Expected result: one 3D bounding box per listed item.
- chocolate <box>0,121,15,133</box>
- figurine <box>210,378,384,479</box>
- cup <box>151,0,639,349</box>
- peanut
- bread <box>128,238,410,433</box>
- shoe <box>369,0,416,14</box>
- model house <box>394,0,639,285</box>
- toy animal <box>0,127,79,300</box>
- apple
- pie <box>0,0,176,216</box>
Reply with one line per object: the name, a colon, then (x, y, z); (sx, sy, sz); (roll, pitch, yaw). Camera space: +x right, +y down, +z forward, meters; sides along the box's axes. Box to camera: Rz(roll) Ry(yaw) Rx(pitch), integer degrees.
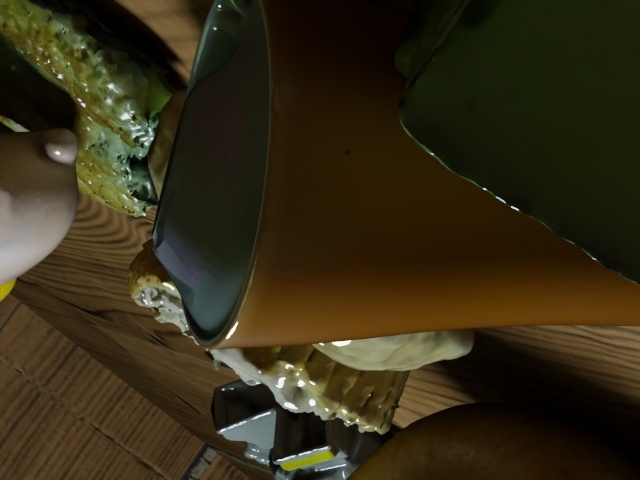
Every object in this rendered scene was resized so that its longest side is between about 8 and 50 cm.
chocolate: (-0.332, -0.095, 1.759); (0.214, 0.148, 0.093); (37, 151, -20)
figurine: (0.009, 0.294, 2.221); (0.285, 0.167, 0.342); (56, 177, -40)
cup: (0.044, -0.032, 0.892); (0.264, 0.182, 0.226); (5, -176, -18)
peanut: (0.000, 0.000, 1.321); (0.325, 0.140, 0.153); (41, 165, -34)
bread: (-0.034, 0.057, 1.531); (0.274, 0.149, 0.274); (30, 178, 1)
shoe: (0.028, -0.104, 1.006); (0.100, 0.103, 0.251); (-2, 158, 14)
model house: (0.150, -0.088, 0.750); (0.194, 0.170, 0.211); (29, -165, -6)
toy animal: (-0.391, -0.045, 1.540); (0.345, 0.278, 0.246); (-34, 74, 55)
apple: (0.156, 0.334, 1.588); (0.400, 0.400, 0.333); (17, 144, 52)
pie: (-0.230, -0.137, 1.528); (0.296, 0.078, 0.371); (34, 165, -1)
